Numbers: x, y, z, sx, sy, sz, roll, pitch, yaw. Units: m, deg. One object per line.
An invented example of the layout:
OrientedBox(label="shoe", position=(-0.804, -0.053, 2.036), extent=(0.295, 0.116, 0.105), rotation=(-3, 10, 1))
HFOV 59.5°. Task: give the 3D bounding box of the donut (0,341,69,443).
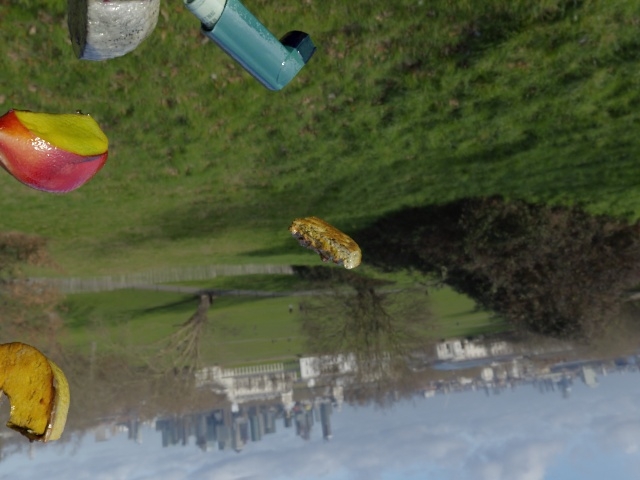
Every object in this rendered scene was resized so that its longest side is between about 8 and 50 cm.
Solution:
OrientedBox(label="donut", position=(-0.595, 0.287, 1.118), extent=(0.259, 0.152, 0.101), rotation=(18, 164, 19))

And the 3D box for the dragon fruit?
OrientedBox(label="dragon fruit", position=(-0.569, -0.613, 1.540), extent=(0.221, 0.283, 0.204), rotation=(-12, 139, -30))

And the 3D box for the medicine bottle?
OrientedBox(label="medicine bottle", position=(-0.123, -0.374, 1.008), extent=(0.079, 0.124, 0.258), rotation=(22, 174, 45))

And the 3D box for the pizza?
OrientedBox(label="pizza", position=(0.000, 0.000, 1.620), extent=(0.226, 0.086, 0.335), rotation=(18, -167, -26))

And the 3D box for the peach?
OrientedBox(label="peach", position=(-0.583, -0.181, 1.203), extent=(0.159, 0.154, 0.267), rotation=(-50, 171, 19))
